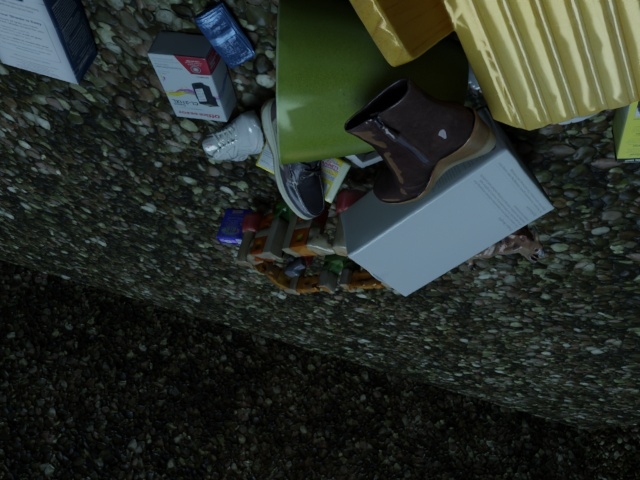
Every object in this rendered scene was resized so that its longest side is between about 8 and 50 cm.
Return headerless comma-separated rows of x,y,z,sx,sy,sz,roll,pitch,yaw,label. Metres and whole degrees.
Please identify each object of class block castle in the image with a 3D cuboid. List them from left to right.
0.000,0.000,1.388,0.453,0.213,0.303,-9,148,41,block castle

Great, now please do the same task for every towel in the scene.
-0.179,-0.386,0.930,0.067,0.029,0.119,-23,140,16,towel

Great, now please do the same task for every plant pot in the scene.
0.081,-0.263,0.816,0.293,0.275,0.275,1,152,-2,plant pot

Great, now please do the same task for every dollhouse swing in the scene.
0.273,-0.241,0.547,0.346,0.315,0.305,-9,116,38,dollhouse swing

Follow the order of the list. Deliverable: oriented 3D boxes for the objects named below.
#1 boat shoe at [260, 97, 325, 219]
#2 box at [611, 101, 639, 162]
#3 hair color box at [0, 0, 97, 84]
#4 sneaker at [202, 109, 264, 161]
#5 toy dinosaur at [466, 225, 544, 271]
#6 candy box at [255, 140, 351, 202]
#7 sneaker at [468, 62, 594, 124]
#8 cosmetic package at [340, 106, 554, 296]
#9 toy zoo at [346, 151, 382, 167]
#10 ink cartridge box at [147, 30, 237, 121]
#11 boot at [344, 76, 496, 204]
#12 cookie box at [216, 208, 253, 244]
-0.045,-0.177,1.082,0.092,0.103,0.285,4,118,46,boat shoe
0.536,-0.235,0.814,0.058,0.087,0.232,0,148,22,box
-0.557,-0.469,0.904,0.173,0.105,0.347,15,153,-1,hair color box
-0.206,-0.225,1.119,0.115,0.090,0.232,-16,177,-28,sneaker
0.400,-0.030,1.231,0.295,0.127,0.200,23,146,11,toy dinosaur
-0.042,-0.181,1.167,0.206,0.027,0.105,27,108,-2,candy box
0.366,-0.277,0.802,0.252,0.103,0.111,17,154,-5,sneaker
0.255,-0.064,1.049,0.385,0.156,0.217,-33,129,26,cosmetic package
0.109,-0.249,1.057,0.293,0.030,0.192,-14,140,43,toy zoo
-0.263,-0.340,1.031,0.127,0.072,0.175,9,151,11,ink cartridge box
0.114,-0.144,0.748,0.207,0.090,0.248,15,153,-34,boot
-0.264,-0.044,1.538,0.091,0.107,0.040,5,152,20,cookie box
